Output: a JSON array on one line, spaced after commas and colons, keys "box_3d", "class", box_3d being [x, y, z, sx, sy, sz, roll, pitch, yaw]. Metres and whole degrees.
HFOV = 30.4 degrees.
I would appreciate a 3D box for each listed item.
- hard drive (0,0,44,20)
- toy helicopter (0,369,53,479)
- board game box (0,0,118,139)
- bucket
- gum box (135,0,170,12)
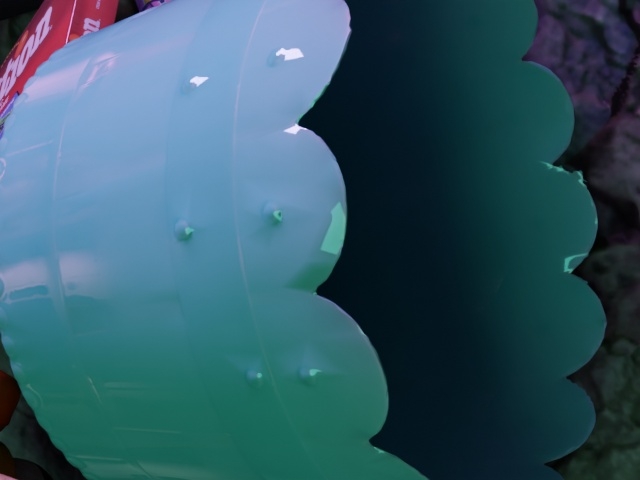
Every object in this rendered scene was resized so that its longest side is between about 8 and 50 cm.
[{"box_3d": [-0.222, -0.263, 0.713, 0.172, 0.054, 0.254, -8, 99, 30], "class": "hard drive"}, {"box_3d": [-0.115, 0.191, 0.705, 0.355, 0.235, 0.140, 16, 71, 12], "class": "toy helicopter"}, {"box_3d": [-0.194, -0.037, 0.683, 0.027, 0.145, 0.281, 23, 140, -26], "class": "board game box"}, {"box_3d": [0.000, 0.000, 0.540, 0.183, 0.281, 0.281, -9, 98, 31], "class": "bucket"}, {"box_3d": [-0.065, -0.208, 0.638, 0.107, 0.062, 0.188, -18, 94, 30], "class": "gum box"}]
